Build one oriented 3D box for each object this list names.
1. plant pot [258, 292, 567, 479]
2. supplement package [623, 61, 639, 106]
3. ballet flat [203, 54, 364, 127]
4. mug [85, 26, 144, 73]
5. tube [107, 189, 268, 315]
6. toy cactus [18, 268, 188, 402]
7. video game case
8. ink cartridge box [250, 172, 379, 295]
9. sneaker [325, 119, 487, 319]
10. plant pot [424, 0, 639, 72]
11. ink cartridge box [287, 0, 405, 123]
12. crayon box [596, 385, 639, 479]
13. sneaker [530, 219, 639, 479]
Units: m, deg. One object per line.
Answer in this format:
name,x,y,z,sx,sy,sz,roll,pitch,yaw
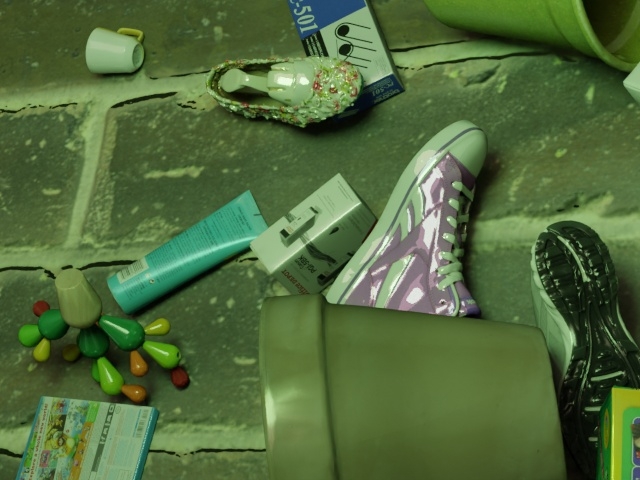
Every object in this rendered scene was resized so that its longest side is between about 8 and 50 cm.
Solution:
plant pot,0.098,0.198,1.632,0.280,0.323,0.323,-8,60,5
supplement package,0.495,-0.201,1.682,0.293,0.177,0.175,-52,38,-6
ballet flat,-0.055,-0.187,1.989,0.241,0.077,0.091,0,80,46
mug,-0.272,-0.260,2.182,0.064,0.062,0.078,10,75,21
tube,-0.162,0.017,1.990,0.207,0.052,0.080,-31,60,2
toy cactus,-0.265,0.100,1.923,0.219,0.180,0.112,17,52,27
video game case,-0.281,0.250,1.941,0.166,0.015,0.119,3,66,27
ink cartridge box,0.000,0.000,1.886,0.135,0.099,0.056,-38,55,4
sneaker,0.142,0.012,1.819,0.161,0.102,0.282,32,91,31
plant pot,0.258,-0.333,1.863,0.254,0.276,0.276,6,67,41
ink cartridge box,0.027,-0.255,2.040,0.097,0.046,0.207,-25,56,12
crayon box,0.349,0.286,1.539,0.165,0.081,0.278,6,64,1
sneaker,0.281,0.119,1.698,0.100,0.108,0.272,-8,75,-4
